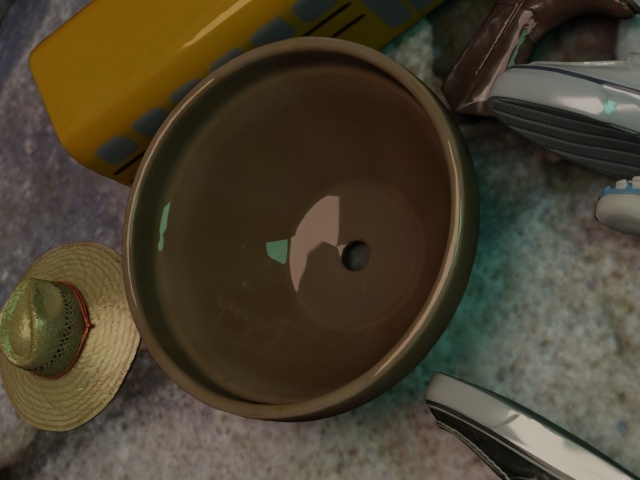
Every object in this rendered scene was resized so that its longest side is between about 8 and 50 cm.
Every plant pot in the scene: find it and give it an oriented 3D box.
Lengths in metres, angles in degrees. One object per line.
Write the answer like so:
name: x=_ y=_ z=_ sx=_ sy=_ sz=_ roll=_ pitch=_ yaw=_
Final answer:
plant pot: x=0.000 y=0.000 z=0.891 sx=0.237 sy=0.110 sz=0.237 roll=-7 pitch=75 yaw=26

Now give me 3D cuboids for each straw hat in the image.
straw hat: x=-0.201 y=0.063 z=1.021 sx=0.144 sy=0.061 sz=0.144 roll=-9 pitch=72 yaw=28

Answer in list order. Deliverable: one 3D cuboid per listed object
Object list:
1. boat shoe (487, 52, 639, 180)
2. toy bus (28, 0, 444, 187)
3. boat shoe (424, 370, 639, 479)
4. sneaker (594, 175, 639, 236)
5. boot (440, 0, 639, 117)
boat shoe: x=0.213 y=-0.076 z=0.821 sx=0.226 sy=0.083 sz=0.076 roll=18 pitch=74 yaw=21
toy bus: x=-0.026 y=-0.169 z=0.945 sx=0.332 sy=0.130 sz=0.108 roll=-34 pitch=62 yaw=18
boat shoe: x=0.138 y=0.149 z=0.790 sx=0.219 sy=0.078 sz=0.070 roll=32 pitch=92 yaw=31
sneaker: x=0.236 y=0.016 z=0.779 sx=0.190 sy=0.071 sz=0.083 roll=16 pitch=90 yaw=33
boot: x=0.136 y=-0.118 z=0.892 sx=0.106 sy=0.037 sz=0.114 roll=31 pitch=89 yaw=46
